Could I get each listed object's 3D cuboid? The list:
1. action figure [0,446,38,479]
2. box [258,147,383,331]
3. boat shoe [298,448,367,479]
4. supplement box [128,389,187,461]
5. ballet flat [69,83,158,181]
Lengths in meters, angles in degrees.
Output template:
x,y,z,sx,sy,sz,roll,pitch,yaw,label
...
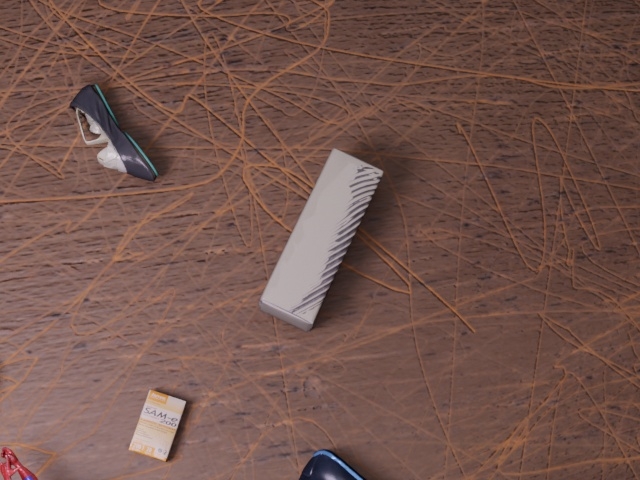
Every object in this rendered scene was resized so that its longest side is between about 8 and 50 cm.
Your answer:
x,y,z,sx,sy,sz,roll,pitch,yaw,label
-0.484,0.356,1.620,0.280,0.091,0.139,-7,105,20,action figure
0.000,0.000,1.791,0.094,0.113,0.275,25,79,0,box
0.077,0.430,1.720,0.258,0.109,0.089,38,85,21,boat shoe
-0.253,0.289,1.747,0.062,0.036,0.098,18,77,-1,supplement box
-0.343,-0.163,1.823,0.074,0.074,0.203,-34,76,-10,ballet flat
